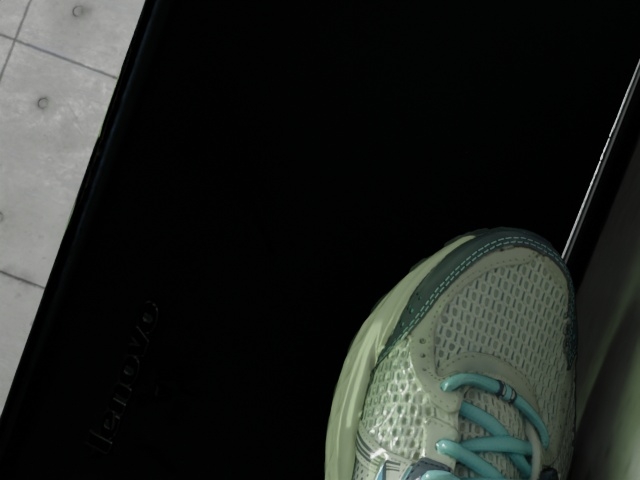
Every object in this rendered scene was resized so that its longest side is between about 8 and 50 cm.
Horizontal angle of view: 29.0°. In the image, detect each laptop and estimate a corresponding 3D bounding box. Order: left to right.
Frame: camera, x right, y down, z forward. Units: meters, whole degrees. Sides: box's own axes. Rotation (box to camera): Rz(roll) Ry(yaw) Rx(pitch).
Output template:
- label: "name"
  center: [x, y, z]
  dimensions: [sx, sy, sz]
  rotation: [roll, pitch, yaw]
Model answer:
- label: "laptop"
  center: [0.034, -0.033, 0.704]
  dimensions: [0.408, 0.236, 0.382]
  rotation: [-57, -12, -83]

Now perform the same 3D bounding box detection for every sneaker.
- label: "sneaker"
  center: [0.054, 0.126, 0.454]
  dimensions: [0.122, 0.110, 0.283]
  rotation: [-23, 47, 67]
